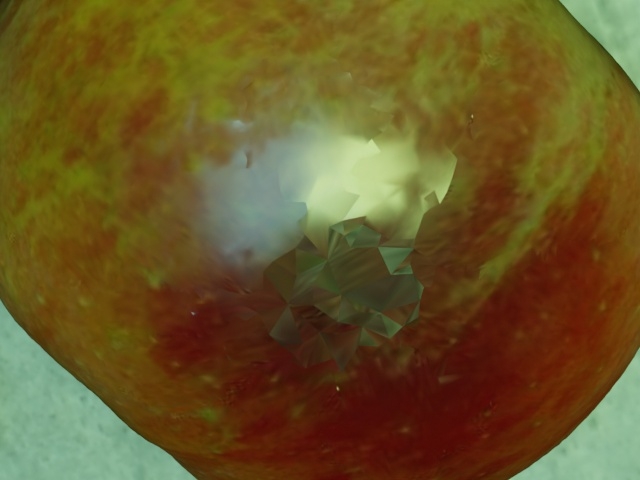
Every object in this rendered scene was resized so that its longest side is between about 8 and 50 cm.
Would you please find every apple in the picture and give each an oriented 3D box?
[{"bbox_3d":[0.000,0.000,0.559,0.251,0.163,0.293,-40,110,12],"label":"apple"}]
